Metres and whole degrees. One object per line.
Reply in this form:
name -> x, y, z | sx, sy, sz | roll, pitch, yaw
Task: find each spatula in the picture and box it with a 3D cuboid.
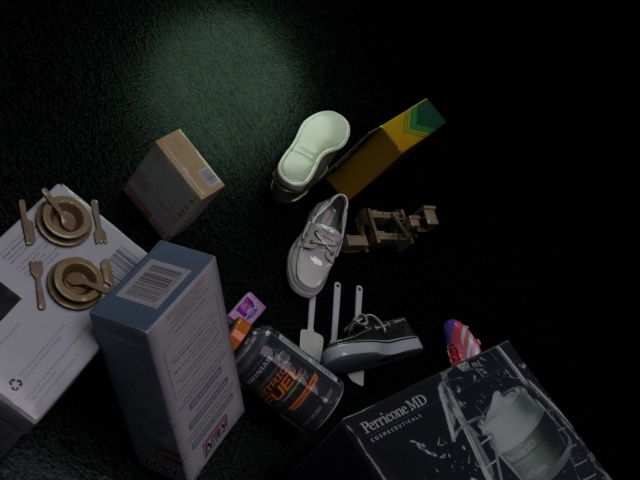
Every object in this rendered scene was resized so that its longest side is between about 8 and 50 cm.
spatula -> 0.029, 0.181, 1.774 | 0.168, 0.019, 0.241 | 20, 54, -23

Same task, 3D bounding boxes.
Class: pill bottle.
pill bottle -> -0.086, 0.251, 1.575 | 0.246, 0.130, 0.130 | 38, 48, -9

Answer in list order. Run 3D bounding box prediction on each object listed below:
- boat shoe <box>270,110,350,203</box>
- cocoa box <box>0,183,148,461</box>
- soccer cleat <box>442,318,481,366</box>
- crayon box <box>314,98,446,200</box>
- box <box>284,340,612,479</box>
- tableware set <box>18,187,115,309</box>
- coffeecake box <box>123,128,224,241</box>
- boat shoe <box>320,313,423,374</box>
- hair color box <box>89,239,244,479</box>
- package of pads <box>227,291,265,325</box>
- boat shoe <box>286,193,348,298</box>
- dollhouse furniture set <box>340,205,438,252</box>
boat shoe -> -0.027, -0.198, 1.918 | 0.109, 0.091, 0.305 | 34, 47, 2
cocoa box -> -0.465, 0.129, 1.316 | 0.231, 0.228, 0.347 | 40, 48, -8
soccer cleat -> 0.330, 0.299, 1.874 | 0.095, 0.083, 0.247 | -12, 73, -34
crayon box -> 0.146, -0.208, 1.932 | 0.083, 0.203, 0.323 | 51, 37, 2
box -> 0.270, 0.507, 1.512 | 0.480, 0.297, 0.471 | -16, 61, -40
tableware set -> -0.380, 0.012, 1.263 | 0.128, 0.039, 0.194 | -2, 64, -35
coffeecake box -> -0.290, -0.104, 1.610 | 0.142, 0.185, 0.068 | 51, 47, 1
boat shoe -> 0.101, 0.206, 1.729 | 0.306, 0.113, 0.104 | -3, 62, -46
hair color box -> -0.237, 0.207, 1.344 | 0.114, 0.374, 0.185 | 15, 43, 23
package of pads -> -0.153, 0.148, 1.657 | 0.050, 0.032, 0.083 | 45, 47, -5
boat shoe -> 0.000, 0.000, 1.805 | 0.098, 0.096, 0.277 | 28, 49, -14
dollhouse furniture set -> 0.148, -0.051, 1.901 | 0.182, 0.161, 0.101 | 1, 63, -36
